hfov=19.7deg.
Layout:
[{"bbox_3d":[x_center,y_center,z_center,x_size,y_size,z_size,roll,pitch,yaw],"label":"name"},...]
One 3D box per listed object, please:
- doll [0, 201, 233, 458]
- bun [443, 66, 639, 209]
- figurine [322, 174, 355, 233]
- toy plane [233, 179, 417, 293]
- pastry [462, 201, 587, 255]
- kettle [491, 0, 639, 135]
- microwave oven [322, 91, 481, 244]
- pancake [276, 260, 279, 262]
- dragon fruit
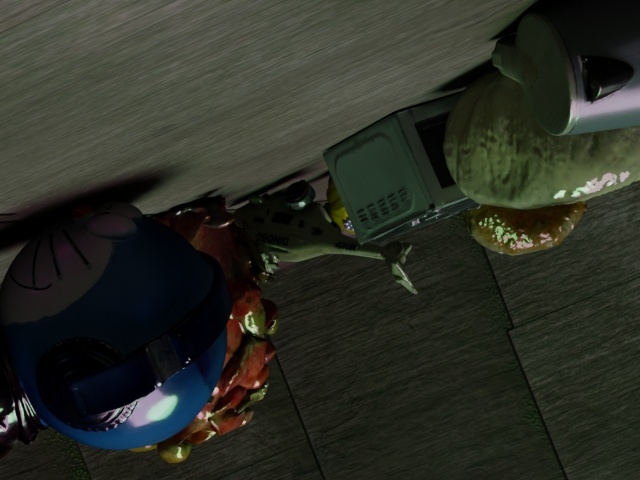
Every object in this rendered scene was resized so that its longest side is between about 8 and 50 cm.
[{"bbox_3d":[-0.233,0.092,1.722,0.310,0.240,0.284,-22,-160,1],"label":"doll"},{"bbox_3d":[0.249,-0.126,1.907,0.244,0.153,0.244,-16,-160,6],"label":"bun"},{"bbox_3d":[0.050,-0.051,2.301,0.156,0.094,0.115,-28,-175,13],"label":"figurine"},{"bbox_3d":[0.000,0.000,2.159,0.286,0.092,0.108,11,-123,38],"label":"toy plane"},{"bbox_3d":[0.281,-0.077,2.575,0.182,0.192,0.093,-15,-179,-15],"label":"pastry"},{"bbox_3d":[0.295,-0.185,1.674,0.243,0.160,0.210,-14,-157,-13],"label":"kettle"},{"bbox_3d":[0.136,-0.088,2.076,0.208,0.122,0.162,-19,174,-40],"label":"microwave oven"},{"bbox_3d":[-0.086,0.047,2.432,0.197,0.054,0.376,-62,-174,-21],"label":"pancake"},{"bbox_3d":[-0.190,0.123,2.108,0.296,0.262,0.314,-20,176,-19],"label":"dragon fruit"}]
